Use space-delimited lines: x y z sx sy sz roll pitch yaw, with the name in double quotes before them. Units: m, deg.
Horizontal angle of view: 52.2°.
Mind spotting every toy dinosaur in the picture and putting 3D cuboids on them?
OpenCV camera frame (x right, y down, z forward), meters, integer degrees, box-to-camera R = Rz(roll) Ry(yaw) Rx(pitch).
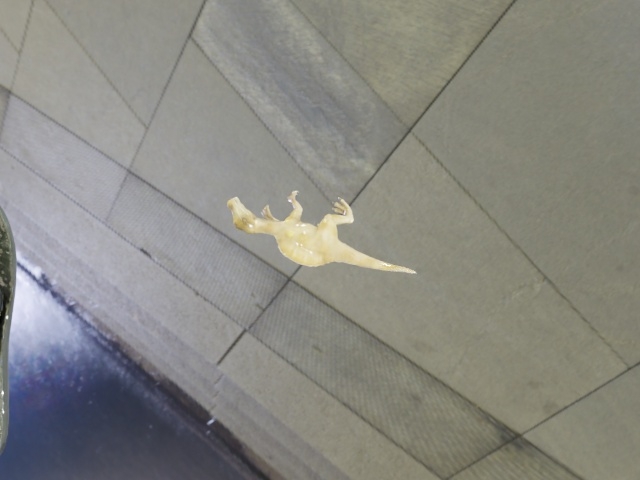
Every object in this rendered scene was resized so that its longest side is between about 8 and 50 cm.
"toy dinosaur" 0.000 0.000 0.629 0.183 0.092 0.053 19 123 2

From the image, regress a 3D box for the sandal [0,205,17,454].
"sandal" -0.508 0.101 0.898 0.107 0.168 0.445 135 126 -76
